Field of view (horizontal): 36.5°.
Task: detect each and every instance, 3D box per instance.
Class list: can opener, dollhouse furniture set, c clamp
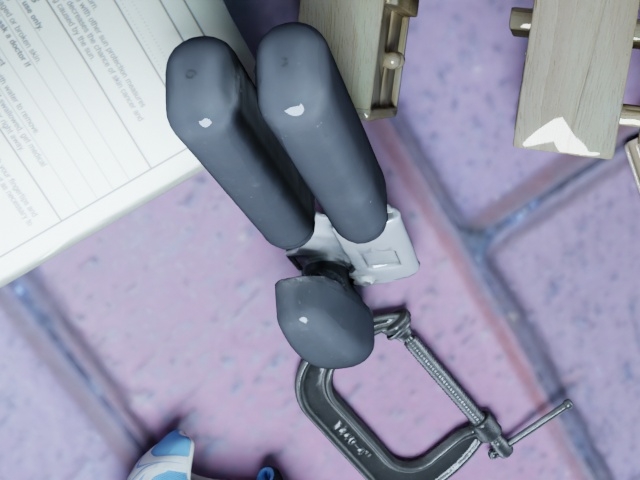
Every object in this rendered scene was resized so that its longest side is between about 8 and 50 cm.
[{"bbox_3d":[0.000,0.000,0.491,0.076,0.283,0.095,-6,72,11],"label":"can opener"},{"bbox_3d":[0.120,-0.133,0.502,0.242,0.212,0.161,9,100,11],"label":"dollhouse furniture set"},{"bbox_3d":[0.068,0.104,0.649,0.137,0.022,0.160,-44,108,8],"label":"c clamp"}]

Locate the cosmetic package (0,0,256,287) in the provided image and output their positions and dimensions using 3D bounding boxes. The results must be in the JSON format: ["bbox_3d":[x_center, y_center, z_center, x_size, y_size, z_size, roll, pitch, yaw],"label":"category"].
[{"bbox_3d":[-0.192,-0.060,0.510,0.309,0.113,0.160,-30,108,-3],"label":"cosmetic package"}]

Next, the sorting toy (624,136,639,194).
[{"bbox_3d":[0.239,-0.038,0.646,0.062,0.012,0.083,-25,104,-8],"label":"sorting toy"}]

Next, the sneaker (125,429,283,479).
[{"bbox_3d":[-0.019,0.203,0.625,0.237,0.085,0.086,34,89,-20],"label":"sneaker"}]
